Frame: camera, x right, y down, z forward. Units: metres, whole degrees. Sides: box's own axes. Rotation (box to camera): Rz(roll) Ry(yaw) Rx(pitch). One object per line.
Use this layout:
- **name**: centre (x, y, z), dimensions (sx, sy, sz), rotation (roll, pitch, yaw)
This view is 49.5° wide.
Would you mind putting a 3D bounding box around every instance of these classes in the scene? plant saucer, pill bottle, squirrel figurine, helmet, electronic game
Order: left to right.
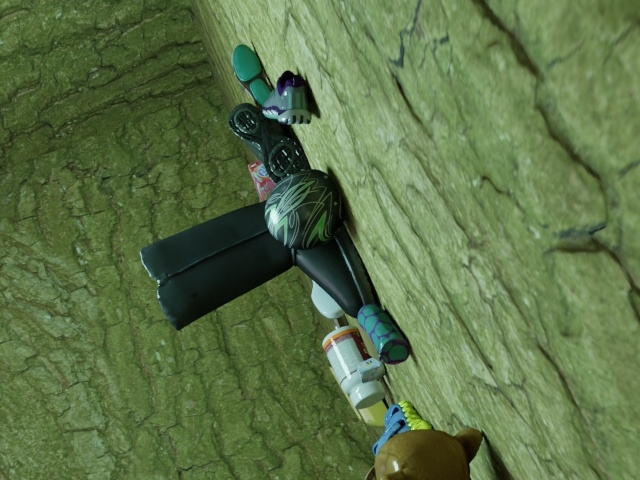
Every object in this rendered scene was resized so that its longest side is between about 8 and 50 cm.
- **electronic game**: centre (-0.119, -0.280, 1.916), dimensions (0.229, 0.048, 0.229), rotation (58, 164, 28)
- **helmet**: centre (-0.035, -0.064, 1.453), dimensions (0.169, 0.169, 0.161), rotation (65, -178, 22)
- **plant saucer**: centre (0.066, 0.279, 2.387), dimensions (0.198, 0.036, 0.198), rotation (158, 90, -83)
- **pill bottle**: centre (0.100, 0.368, 2.014), dimensions (0.121, 0.121, 0.221), rotation (77, 168, -58)
- **plant saucer**: centre (0.117, 0.487, 2.309), dimensions (0.332, 0.081, 0.333), rotation (59, 173, 11)
- **squirrel figurine**: centre (0.218, 0.475, 1.032), dimensions (0.397, 0.281, 0.370), rotation (14, 117, 65)

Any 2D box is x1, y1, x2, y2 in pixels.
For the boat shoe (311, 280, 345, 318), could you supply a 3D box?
- **boat shoe**: centre (0.025, 0.143, 1.937), dimensions (0.301, 0.108, 0.102), rotation (-118, 8, -60)

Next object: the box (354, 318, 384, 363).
- **box**: centre (0.121, 0.234, 1.815), dimensions (0.201, 0.021, 0.164), rotation (152, 96, -84)

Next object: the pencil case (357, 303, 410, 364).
- **pencil case**: centre (0.126, 0.191, 1.417), dimensions (0.151, 0.065, 0.070), rotation (-122, 36, -60)

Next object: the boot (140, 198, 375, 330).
- **boot**: centre (-0.141, 0.090, 1.569), dimensions (0.146, 0.445, 0.367), rotation (83, 164, -68)

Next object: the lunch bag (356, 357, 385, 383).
- **lunch bag**: centre (0.135, 0.346, 1.866), dimensions (0.083, 0.071, 0.053), rotation (75, 174, -69)

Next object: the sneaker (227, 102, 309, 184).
- **sneaker**: centre (-0.113, -0.226, 1.760), dimensions (0.286, 0.109, 0.130), rotation (53, -178, 15)

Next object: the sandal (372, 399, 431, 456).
- **sandal**: centre (0.179, 0.457, 1.599), dimensions (0.317, 0.138, 0.126), rotation (116, 130, -84)

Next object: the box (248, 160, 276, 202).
- **box**: centre (-0.120, -0.125, 2.132), dimensions (0.128, 0.123, 0.256), rotation (-118, 8, -47)

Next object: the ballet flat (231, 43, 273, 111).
- **ballet flat**: centre (-0.167, -0.405, 1.799), dimensions (0.221, 0.077, 0.079), rotation (61, 175, 21)

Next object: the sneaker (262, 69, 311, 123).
- **sneaker**: centre (-0.062, -0.289, 1.379), dimensions (0.224, 0.083, 0.098), rotation (-139, 47, -67)
